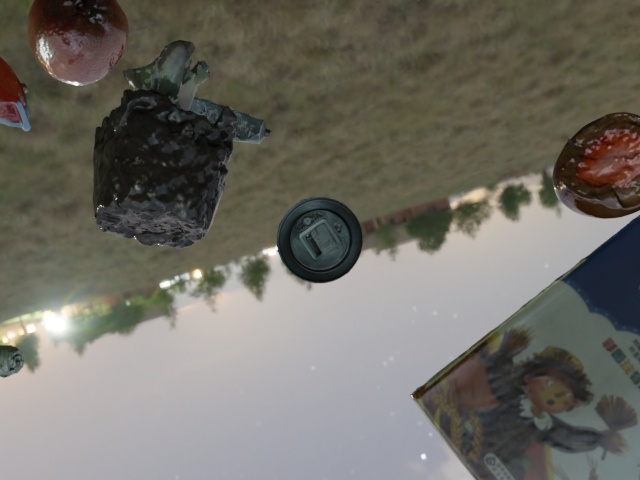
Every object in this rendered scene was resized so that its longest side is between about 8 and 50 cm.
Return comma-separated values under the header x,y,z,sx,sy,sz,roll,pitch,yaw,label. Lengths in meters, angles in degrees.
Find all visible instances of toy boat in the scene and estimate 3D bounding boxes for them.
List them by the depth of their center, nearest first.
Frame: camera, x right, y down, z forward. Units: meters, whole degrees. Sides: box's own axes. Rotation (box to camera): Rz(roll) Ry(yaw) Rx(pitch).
x,y,z,sx,sy,sz,roll,pitch,yaw,label
-0.442,-0.212,1.102,0.069,0.173,0.059,-45,178,-28,toy boat

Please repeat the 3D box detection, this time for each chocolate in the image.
x,y,z,sx,sy,sz,roll,pitch,yaw,label
0.348,-0.087,1.031,0.133,0.127,0.124,-9,-138,-1,chocolate

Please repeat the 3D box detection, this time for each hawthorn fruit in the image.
x,y,z,sx,sy,sz,roll,pitch,yaw,label
-0.404,-0.333,1.390,0.169,0.169,0.188,-17,163,-33,hawthorn fruit

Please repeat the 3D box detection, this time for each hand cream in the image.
x,y,z,sx,sy,sz,roll,pitch,yaw,label
-0.224,-0.250,1.738,0.248,0.075,0.052,14,-163,-7,hand cream

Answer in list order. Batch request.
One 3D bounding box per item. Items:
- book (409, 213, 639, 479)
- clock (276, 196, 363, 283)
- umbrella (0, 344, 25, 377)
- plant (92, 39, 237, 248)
x,y,z,sx,sy,sz,roll,pitch,yaw,label
0.376,0.190,1.105,0.428,0.300,0.039,-38,173,-3,book
0.000,0.000,0.813,0.085,0.085,0.017,-17,174,6,clock
-0.538,0.187,1.345,0.144,0.062,0.067,4,-131,18,umbrella
-0.163,-0.098,0.875,0.131,0.203,0.142,11,162,-29,plant
